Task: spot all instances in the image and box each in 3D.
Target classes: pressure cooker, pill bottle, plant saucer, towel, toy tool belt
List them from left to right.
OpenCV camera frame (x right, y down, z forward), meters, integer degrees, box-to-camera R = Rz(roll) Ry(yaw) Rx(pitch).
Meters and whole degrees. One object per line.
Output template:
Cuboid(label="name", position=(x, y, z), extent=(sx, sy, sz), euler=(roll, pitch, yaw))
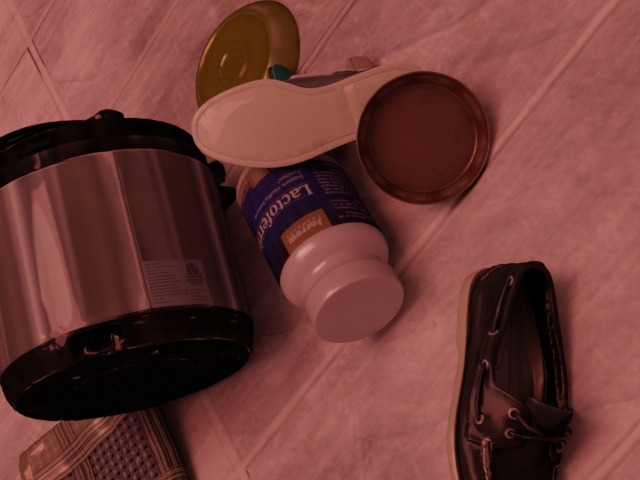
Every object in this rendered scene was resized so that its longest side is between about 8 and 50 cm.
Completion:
Cuboid(label="towel", position=(-0.345, 0.386, 1.813), extent=(0.324, 0.056, 0.312), euler=(-42, 57, 23))
Cuboid(label="pressure cooker", position=(-0.304, 0.014, 1.679), extent=(0.376, 0.370, 0.420), euler=(-21, 71, 12))
Cuboid(label="plant saucer", position=(-0.129, -0.276, 1.860), extent=(0.241, 0.037, 0.241), euler=(-19, 63, 43))
Cuboid(label="pill bottle", position=(0.000, 0.000, 1.542), extent=(0.153, 0.153, 0.264), euler=(-50, 47, 23))
Cuboid(label="toy tool belt", position=(0.059, -0.217, 1.637), extent=(0.051, 0.052, 0.083), euler=(105, 154, -49))
Cuboid(label="plant saucer", position=(0.130, -0.130, 1.474), extent=(0.029, 0.168, 0.168), euler=(-53, -13, -82))

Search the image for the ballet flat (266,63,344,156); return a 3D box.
Cuboid(label="ballet flat", position=(-0.036, -0.180, 1.704), extent=(0.068, 0.072, 0.213), euler=(-57, 44, 22))

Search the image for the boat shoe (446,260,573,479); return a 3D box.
Cuboid(label="boat shoe", position=(0.221, 0.177, 1.265), extent=(0.113, 0.127, 0.340), euler=(-31, 46, 51))

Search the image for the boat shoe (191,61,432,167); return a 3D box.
Cuboid(label="boat shoe", position=(-0.009, -0.166, 1.545), extent=(0.320, 0.099, 0.116), euler=(-12, 94, 6))
